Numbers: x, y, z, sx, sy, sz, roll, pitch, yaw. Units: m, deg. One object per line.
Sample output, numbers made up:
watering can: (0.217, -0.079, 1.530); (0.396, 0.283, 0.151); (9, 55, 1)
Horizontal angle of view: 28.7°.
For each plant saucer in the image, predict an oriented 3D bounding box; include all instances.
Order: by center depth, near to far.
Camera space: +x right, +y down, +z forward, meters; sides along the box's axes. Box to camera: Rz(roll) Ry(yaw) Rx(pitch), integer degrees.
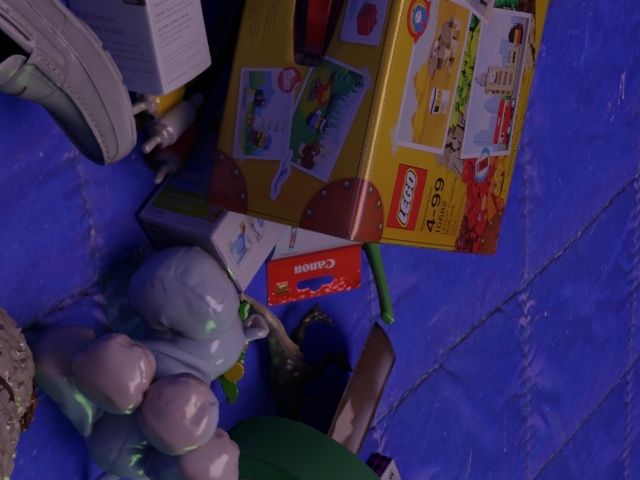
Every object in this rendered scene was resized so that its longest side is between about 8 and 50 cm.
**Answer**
plant saucer: (0.040, 0.263, 1.720); (0.310, 0.050, 0.311); (22, 90, -84)

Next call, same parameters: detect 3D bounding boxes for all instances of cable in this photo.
cable: (-0.125, -0.177, 1.414); (0.287, 0.072, 0.139); (-50, 145, -32)

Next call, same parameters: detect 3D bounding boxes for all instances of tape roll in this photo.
tape roll: (-0.020, 0.368, 1.555); (0.077, 0.321, 0.321); (-42, 134, -39)

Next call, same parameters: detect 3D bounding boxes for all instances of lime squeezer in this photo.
lime squeezer: (0.100, -0.020, 1.773); (0.059, 0.110, 0.310); (-53, -171, 38)

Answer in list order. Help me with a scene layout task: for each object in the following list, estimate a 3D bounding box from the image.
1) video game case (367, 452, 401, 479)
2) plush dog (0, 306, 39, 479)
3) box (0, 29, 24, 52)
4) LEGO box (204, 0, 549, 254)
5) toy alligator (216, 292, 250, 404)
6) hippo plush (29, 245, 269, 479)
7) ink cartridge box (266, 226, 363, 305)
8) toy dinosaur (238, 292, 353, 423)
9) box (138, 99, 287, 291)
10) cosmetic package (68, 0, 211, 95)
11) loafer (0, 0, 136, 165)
video game case: (0.065, 0.488, 1.977); (0.232, 0.041, 0.210); (-51, 140, -31)
plush dog: (-0.338, 0.151, 1.157); (0.225, 0.210, 0.262); (-81, 160, -45)
box: (-0.327, -0.263, 1.103); (0.175, 0.051, 0.220); (4, 100, -56)
LEGO box: (0.094, -0.252, 1.394); (0.372, 0.193, 0.501); (5, 97, -60)
toy alligator: (-0.118, 0.112, 1.560); (0.051, 0.056, 0.190); (5, 101, -15)
hippo plush: (-0.143, 0.145, 1.356); (0.236, 0.234, 0.294); (-52, 145, -34)
ink cartridge box: (0.000, 0.000, 1.637); (0.145, 0.045, 0.179); (-11, 114, -24)
toy dinosaur: (-0.029, 0.155, 1.679); (0.118, 0.064, 0.268); (-28, 127, -19)
box: (-0.098, -0.059, 1.459); (0.203, 0.114, 0.103); (-56, 143, -27)
cosmetic package: (-0.192, -0.269, 1.240); (0.085, 0.117, 0.231); (-42, 133, -41)
loafer: (-0.269, -0.174, 1.089); (0.111, 0.112, 0.319); (-52, 133, -22)
